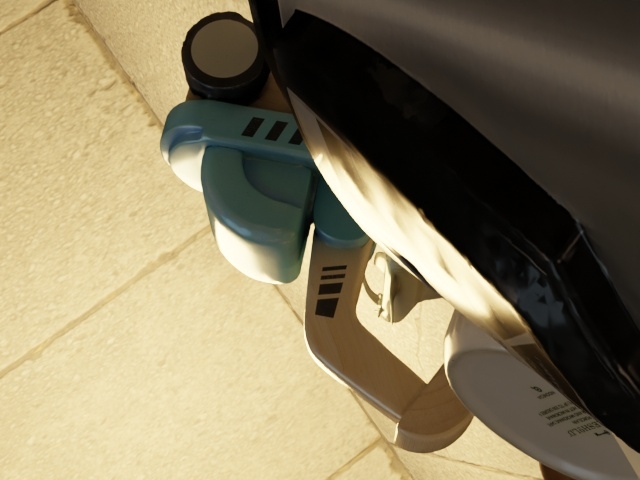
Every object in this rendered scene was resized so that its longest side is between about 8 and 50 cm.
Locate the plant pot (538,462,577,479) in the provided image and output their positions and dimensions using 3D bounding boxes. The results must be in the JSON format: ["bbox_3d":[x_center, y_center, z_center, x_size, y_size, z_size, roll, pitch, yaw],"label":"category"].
[{"bbox_3d":[0.380,0.319,1.516,0.237,0.109,0.237,52,168,16],"label":"plant pot"}]

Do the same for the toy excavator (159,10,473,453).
[{"bbox_3d":[0.000,0.000,1.501,0.432,0.445,0.222,11,160,5],"label":"toy excavator"}]

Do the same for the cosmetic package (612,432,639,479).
[{"bbox_3d":[0.324,0.101,0.891,0.385,0.217,0.156,60,167,-15],"label":"cosmetic package"}]

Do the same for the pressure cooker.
[{"bbox_3d":[0.173,-0.123,0.510,0.420,0.375,0.370,36,127,57],"label":"pressure cooker"}]

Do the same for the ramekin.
[{"bbox_3d":[0.227,0.103,1.071,0.272,0.127,0.273,28,155,14],"label":"ramekin"}]

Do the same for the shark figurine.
[{"bbox_3d":[0.133,0.073,1.831,0.278,0.116,0.166,99,168,-62],"label":"shark figurine"}]
